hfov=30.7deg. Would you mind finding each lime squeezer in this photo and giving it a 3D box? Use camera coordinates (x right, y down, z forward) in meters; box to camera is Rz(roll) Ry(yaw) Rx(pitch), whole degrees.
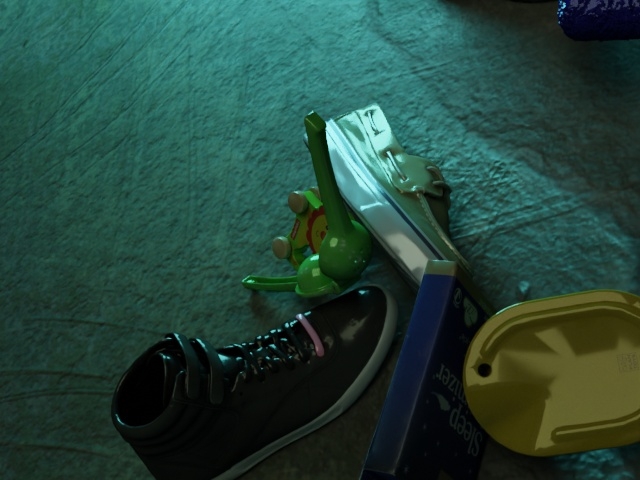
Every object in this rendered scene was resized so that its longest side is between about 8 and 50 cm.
[{"bbox_3d":[-0.011,0.011,1.095,0.110,0.310,0.059,32,59,4],"label":"lime squeezer"}]

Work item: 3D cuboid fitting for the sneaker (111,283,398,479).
[{"bbox_3d":[-0.066,0.121,1.089,0.295,0.147,0.104,-37,46,4],"label":"sneaker"}]

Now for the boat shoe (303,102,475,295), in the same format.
[{"bbox_3d":[0.077,-0.045,1.140,0.094,0.109,0.302,-36,46,1],"label":"boat shoe"}]

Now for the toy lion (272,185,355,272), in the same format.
[{"bbox_3d":[0.000,0.000,1.177,0.096,0.034,0.100,48,134,31],"label":"toy lion"}]

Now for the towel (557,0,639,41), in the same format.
[{"bbox_3d":[0.375,-0.294,1.090,0.308,0.076,0.228,-3,57,13],"label":"towel"}]

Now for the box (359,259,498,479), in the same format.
[{"bbox_3d":[0.099,0.147,0.975,0.036,0.136,0.225,5,63,35],"label":"box"}]

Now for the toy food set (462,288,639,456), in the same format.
[{"bbox_3d":[0.230,0.109,0.962,0.217,0.071,0.128,-9,76,14],"label":"toy food set"}]
